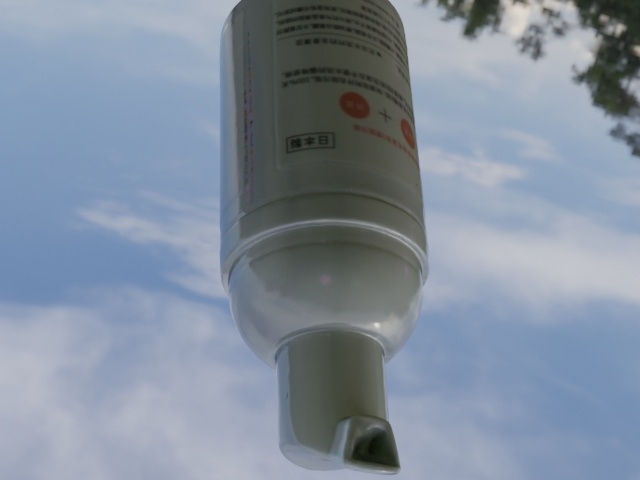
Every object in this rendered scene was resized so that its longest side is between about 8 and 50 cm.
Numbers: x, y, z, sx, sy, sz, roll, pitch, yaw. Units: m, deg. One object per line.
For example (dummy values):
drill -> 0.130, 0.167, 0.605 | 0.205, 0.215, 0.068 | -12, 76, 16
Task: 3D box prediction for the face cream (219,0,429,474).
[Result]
face cream -> 0.000, 0.000, 0.819 | 0.145, 0.145, 0.369 | 10, -125, -17
